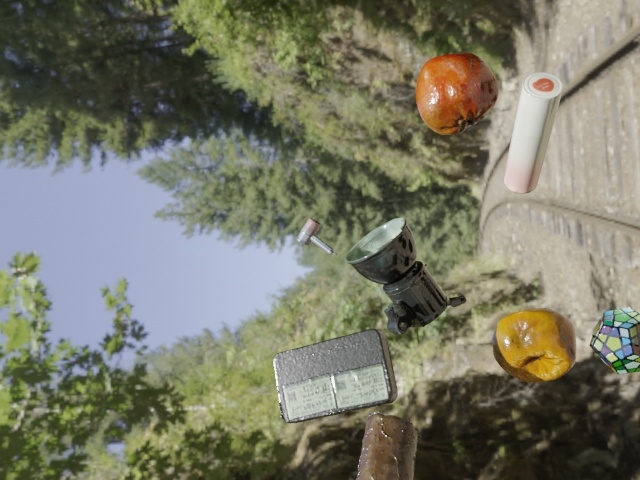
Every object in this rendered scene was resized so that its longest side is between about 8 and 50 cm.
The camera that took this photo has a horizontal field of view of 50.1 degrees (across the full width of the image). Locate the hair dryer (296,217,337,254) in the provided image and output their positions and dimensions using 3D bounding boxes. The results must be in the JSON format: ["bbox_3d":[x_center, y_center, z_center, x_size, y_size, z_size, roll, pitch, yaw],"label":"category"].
[{"bbox_3d":[0.000,0.000,1.703,0.063,0.114,0.037,-56,-21,11],"label":"hair dryer"}]

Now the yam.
[{"bbox_3d":[0.138,0.516,1.452,0.131,0.131,0.279,70,-153,-50],"label":"yam"}]

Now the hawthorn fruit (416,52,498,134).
[{"bbox_3d":[0.198,-0.218,1.002,0.128,0.128,0.128,-5,-90,-77],"label":"hawthorn fruit"}]

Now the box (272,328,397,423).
[{"bbox_3d":[0.037,0.388,1.947,0.058,0.350,0.211,25,-128,-63],"label":"box"}]

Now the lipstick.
[{"bbox_3d":[0.498,-0.245,1.620,0.326,0.087,0.087,81,-169,-55],"label":"lipstick"}]

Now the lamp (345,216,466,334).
[{"bbox_3d":[0.169,0.090,1.375,0.172,0.147,0.227,-45,-75,-35],"label":"lamp"}]

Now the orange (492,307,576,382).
[{"bbox_3d":[0.639,0.292,2.041,0.183,0.249,0.249,-78,-21,-50],"label":"orange"}]

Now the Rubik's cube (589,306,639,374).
[{"bbox_3d":[0.600,0.198,1.351,0.112,0.133,0.133,150,119,-70],"label":"Rubik's cube"}]
